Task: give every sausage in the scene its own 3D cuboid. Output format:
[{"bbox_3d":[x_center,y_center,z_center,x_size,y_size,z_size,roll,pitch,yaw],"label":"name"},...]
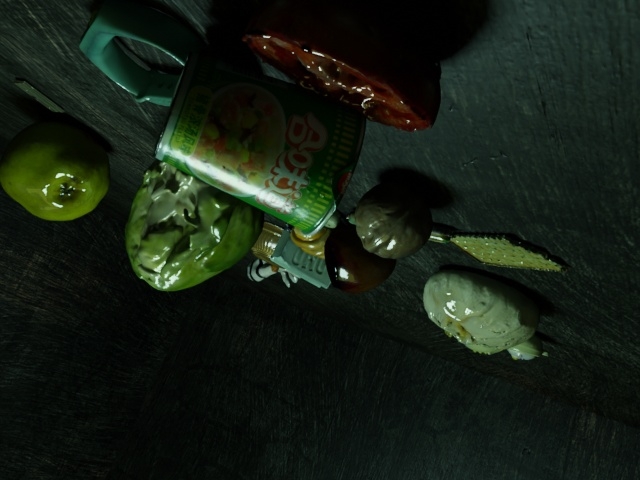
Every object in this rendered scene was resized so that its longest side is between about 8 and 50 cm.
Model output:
[{"bbox_3d":[0.159,-0.031,1.189,0.269,0.033,0.033,14,163,39],"label":"sausage"}]

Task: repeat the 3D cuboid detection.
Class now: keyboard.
[{"bbox_3d":[-0.717,-0.369,1.464,0.049,0.015,0.129,11,162,29],"label":"keyboard"}]

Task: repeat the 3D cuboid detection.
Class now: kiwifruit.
[{"bbox_3d":[-0.136,-0.232,0.835,0.075,0.075,0.124,16,159,32],"label":"kiwifruit"}]

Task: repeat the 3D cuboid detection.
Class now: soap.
[{"bbox_3d":[-0.041,0.052,1.703,0.198,0.115,0.063,31,165,-30],"label":"soap"}]

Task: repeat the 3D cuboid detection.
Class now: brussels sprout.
[{"bbox_3d":[-0.285,-0.063,1.310,0.276,0.314,0.371,47,135,14],"label":"brussels sprout"}]

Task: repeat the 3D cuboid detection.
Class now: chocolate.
[{"bbox_3d":[0.095,0.040,1.350,0.176,0.177,0.177,23,167,6],"label":"chocolate"}]

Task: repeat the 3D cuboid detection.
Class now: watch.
[{"bbox_3d":[-0.270,-0.285,0.894,0.195,0.068,0.237,29,163,-30],"label":"watch"}]

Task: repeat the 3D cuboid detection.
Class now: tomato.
[{"bbox_3d":[0.028,-0.204,0.604,0.227,0.101,0.228,24,-179,-1],"label":"tomato"}]

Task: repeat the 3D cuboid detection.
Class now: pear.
[{"bbox_3d":[-0.767,-0.211,1.651,0.375,0.287,0.287,32,176,42],"label":"pear"}]

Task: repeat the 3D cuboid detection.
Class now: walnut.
[{"bbox_3d":[0.128,-0.034,1.017,0.140,0.140,0.162,26,158,-7],"label":"walnut"}]

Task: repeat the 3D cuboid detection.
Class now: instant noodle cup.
[{"bbox_3d":[-0.145,0.026,1.836,0.274,0.091,0.274,24,168,6],"label":"instant noodle cup"},{"bbox_3d":[-0.085,-0.138,0.757,0.232,0.207,0.207,20,169,-18],"label":"instant noodle cup"}]

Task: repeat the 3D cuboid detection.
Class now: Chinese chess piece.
[{"bbox_3d":[0.007,-0.059,1.350,0.084,0.034,0.084,22,168,5],"label":"Chinese chess piece"}]

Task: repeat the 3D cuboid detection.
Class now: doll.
[{"bbox_3d":[0.502,0.282,1.628,0.296,0.117,0.141,23,174,7],"label":"doll"}]

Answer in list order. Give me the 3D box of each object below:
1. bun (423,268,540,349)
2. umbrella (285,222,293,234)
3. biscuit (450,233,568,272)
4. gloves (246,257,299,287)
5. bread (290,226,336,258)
[{"bbox_3d":[0.377,0.177,1.379,0.287,0.146,0.287,21,165,6],"label":"bun"},{"bbox_3d":[-0.056,-0.038,1.515,0.070,0.071,0.248,18,162,25],"label":"umbrella"},{"bbox_3d":[0.348,0.022,1.099,0.144,0.016,0.203,31,166,-28],"label":"biscuit"},{"bbox_3d":[-0.164,0.097,2.133,0.218,0.131,0.140,-21,141,28],"label":"gloves"},{"bbox_3d":[0.000,0.000,1.450,0.119,0.084,0.177,20,179,38],"label":"bread"}]
